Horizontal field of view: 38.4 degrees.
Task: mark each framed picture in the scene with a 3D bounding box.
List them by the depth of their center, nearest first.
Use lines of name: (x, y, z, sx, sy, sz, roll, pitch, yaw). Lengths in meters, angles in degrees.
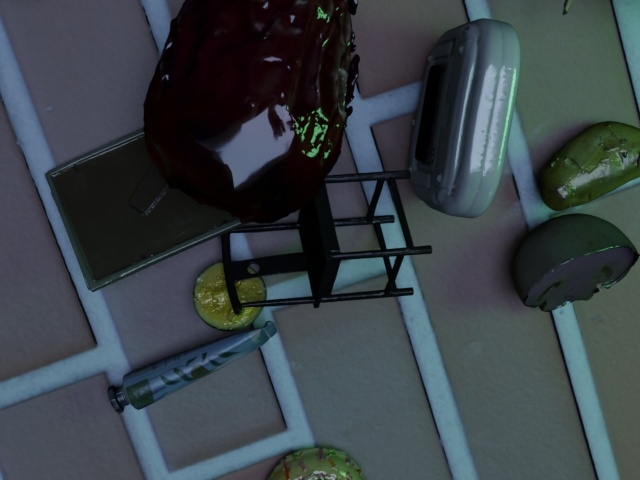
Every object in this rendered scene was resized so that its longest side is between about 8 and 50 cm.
framed picture: (-0.229, -0.064, 1.258, 0.260, 0.023, 0.189, -25, 75, -5)

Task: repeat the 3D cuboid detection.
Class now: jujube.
jujube: (-0.083, -0.198, 1.176, 0.258, 0.258, 0.377, 19, 65, -12)

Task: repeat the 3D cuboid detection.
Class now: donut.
donut: (-0.005, 0.396, 1.379, 0.174, 0.068, 0.175, -1, 99, -9)

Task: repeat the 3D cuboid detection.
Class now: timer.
timer: (0.189, -0.164, 1.244, 0.087, 0.237, 0.262, 8, 96, -10)

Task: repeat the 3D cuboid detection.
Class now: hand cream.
hand cream: (-0.182, 0.175, 1.317, 0.256, 0.088, 0.055, -25, 71, -3)

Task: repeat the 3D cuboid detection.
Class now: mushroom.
mushroom: (0.370, 0.022, 1.367, 0.188, 0.141, 0.117, -11, 66, -13)

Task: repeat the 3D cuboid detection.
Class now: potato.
potato: (0.406, -0.110, 1.368, 0.188, 0.085, 0.105, -33, 63, -4)

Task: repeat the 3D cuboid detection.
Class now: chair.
chair: (0.000, 0.000, 1.264, 0.260, 0.141, 0.155, -5, 58, -12)

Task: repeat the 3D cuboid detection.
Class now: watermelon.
watermelon: (-0.128, 0.085, 1.311, 0.105, 0.062, 0.105, 1, 62, -1)

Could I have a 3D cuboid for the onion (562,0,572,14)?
onion: (0.494, -0.472, 1.196, 0.344, 0.358, 0.358, -9, 99, -7)
